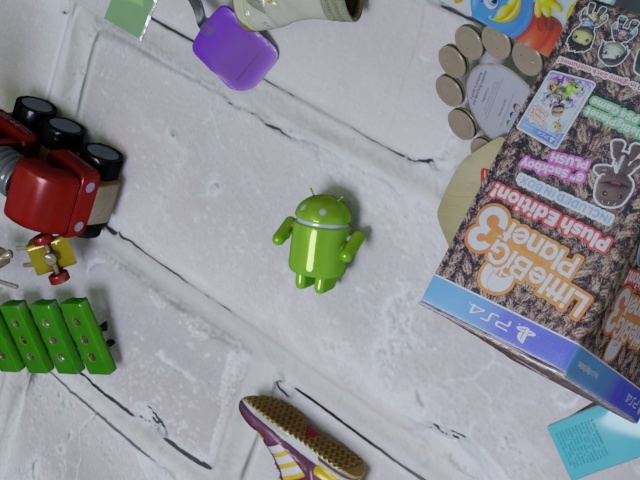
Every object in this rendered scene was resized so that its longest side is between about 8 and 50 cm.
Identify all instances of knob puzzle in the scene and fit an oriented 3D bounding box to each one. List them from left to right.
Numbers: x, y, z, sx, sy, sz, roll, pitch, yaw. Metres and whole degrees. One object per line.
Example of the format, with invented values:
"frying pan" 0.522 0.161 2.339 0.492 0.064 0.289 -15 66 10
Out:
"knob puzzle" 0.196 -0.014 1.336 0.213 0.030 0.213 23 120 48

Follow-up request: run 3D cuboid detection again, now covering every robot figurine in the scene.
"robot figurine" 0.000 0.000 1.476 0.101 0.067 0.115 14 104 25

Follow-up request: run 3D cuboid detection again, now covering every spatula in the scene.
"spatula" -0.164 -0.303 1.568 0.296 0.030 0.084 52 124 14

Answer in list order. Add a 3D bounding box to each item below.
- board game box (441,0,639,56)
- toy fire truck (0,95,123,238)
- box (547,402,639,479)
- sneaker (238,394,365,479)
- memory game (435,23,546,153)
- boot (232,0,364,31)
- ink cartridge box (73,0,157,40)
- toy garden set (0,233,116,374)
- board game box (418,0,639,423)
"board game box" 0.196 -0.279 1.236 0.275 0.144 0.142 34 115 28
"toy fire truck" -0.402 -0.106 1.658 0.217 0.246 0.158 35 117 29
"box" 0.342 0.150 1.213 0.244 0.100 0.060 -30 79 37
"sneaker" -0.036 0.256 1.539 0.185 0.069 0.084 34 110 30
"memory game" 0.186 -0.134 1.297 0.186 0.012 0.186 36 146 29
"boot" -0.027 -0.343 1.443 0.165 0.077 0.213 3 103 38
"ink cartridge box" -0.289 -0.386 1.656 0.235 0.056 0.171 29 116 5
"toy garden set" -0.388 0.083 1.779 0.244 0.049 0.204 -3 114 41
"board game box" 0.249 -0.018 1.117 0.141 0.232 0.291 27 88 32
